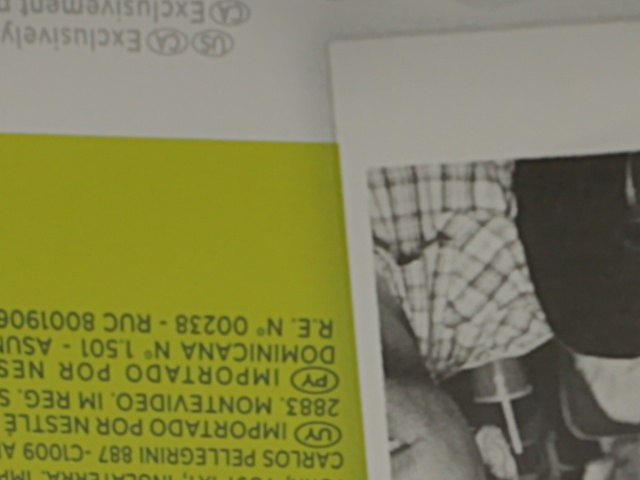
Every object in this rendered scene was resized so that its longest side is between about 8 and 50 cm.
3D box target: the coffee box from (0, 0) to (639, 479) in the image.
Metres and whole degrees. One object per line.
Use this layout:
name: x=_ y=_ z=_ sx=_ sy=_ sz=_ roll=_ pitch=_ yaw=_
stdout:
coffee box: x=0.000 y=0.000 z=0.555 sx=0.338 sy=0.338 sz=0.334 roll=-90 pitch=-179 yaw=-59
